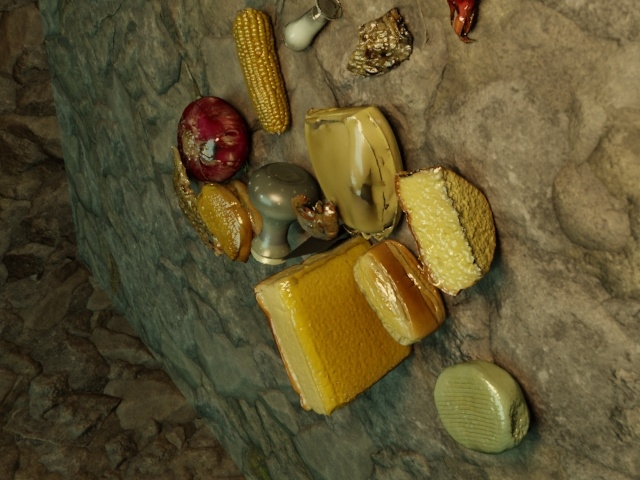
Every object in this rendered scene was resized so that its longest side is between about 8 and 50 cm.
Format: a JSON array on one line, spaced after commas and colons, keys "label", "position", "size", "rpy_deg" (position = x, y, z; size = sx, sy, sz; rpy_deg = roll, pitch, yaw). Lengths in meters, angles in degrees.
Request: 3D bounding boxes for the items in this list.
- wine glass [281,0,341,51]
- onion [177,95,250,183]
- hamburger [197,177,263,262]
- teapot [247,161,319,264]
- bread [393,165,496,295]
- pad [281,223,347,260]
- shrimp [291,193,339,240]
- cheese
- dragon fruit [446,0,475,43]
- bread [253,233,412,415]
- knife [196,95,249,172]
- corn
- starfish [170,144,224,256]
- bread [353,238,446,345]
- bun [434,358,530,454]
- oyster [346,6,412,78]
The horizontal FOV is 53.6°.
[{"label": "wine glass", "position": [-0.020, -0.473, 1.371], "size": [0.155, 0.072, 0.072], "rpy_deg": [-21, 92, 56]}, {"label": "onion", "position": [-0.296, -0.276, 1.766], "size": [0.246, 0.190, 0.247], "rpy_deg": [4, 95, 53]}, {"label": "hamburger", "position": [-0.238, -0.075, 1.855], "size": [0.283, 0.144, 0.157], "rpy_deg": [54, 134, 16]}, {"label": "teapot", "position": [-0.106, -0.066, 1.618], "size": [0.183, 0.183, 0.251], "rpy_deg": [40, 132, 33]}, {"label": "bread", "position": [0.250, -0.036, 1.208], "size": [0.129, 0.134, 0.260], "rpy_deg": [-16, 102, 46]}, {"label": "pad", "position": [0.000, 0.000, 1.569], "size": [0.211, 0.143, 0.003], "rpy_deg": [-14, 112, 57]}, {"label": "shrimp", "position": [-0.015, -0.054, 1.448], "size": [0.132, 0.052, 0.187], "rpy_deg": [27, 156, 2]}, {"label": "cheese", "position": [0.083, -0.145, 1.386], "size": [0.259, 0.128, 0.316], "rpy_deg": [19, 128, 62]}, {"label": "dragon fruit", "position": [0.238, -0.418, 1.048], "size": [0.094, 0.094, 0.190], "rpy_deg": [20, 147, 48]}, {"label": "bread", "position": [0.039, 0.185, 1.469], "size": [0.143, 0.323, 0.333], "rpy_deg": [-16, 95, 48]}, {"label": "knife", "position": [-0.292, -0.319, 1.885], "size": [0.293, 0.019, 0.043], "rpy_deg": [54, 143, 16]}, {"label": "corn", "position": [-0.145, -0.408, 1.555], "size": [0.102, 0.102, 0.313], "rpy_deg": [13, 120, 50]}, {"label": "starfish", "position": [-0.404, -0.092, 2.055], "size": [0.432, 0.082, 0.324], "rpy_deg": [59, 164, 16]}, {"label": "bread", "position": [0.174, 0.108, 1.392], "size": [0.236, 0.140, 0.106], "rpy_deg": [56, 149, 14]}, {"label": "bun", "position": [0.346, 0.345, 1.331], "size": [0.221, 0.108, 0.221], "rpy_deg": [28, 125, 50]}, {"label": "oyster", "position": [0.110, -0.384, 1.263], "size": [0.177, 0.056, 0.105], "rpy_deg": [-11, 108, 51]}]
